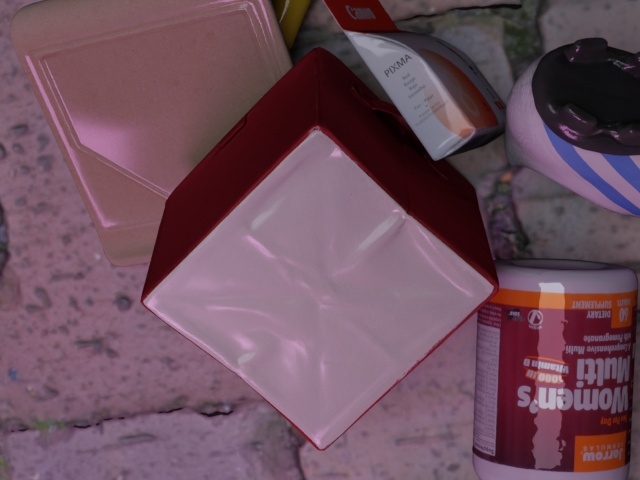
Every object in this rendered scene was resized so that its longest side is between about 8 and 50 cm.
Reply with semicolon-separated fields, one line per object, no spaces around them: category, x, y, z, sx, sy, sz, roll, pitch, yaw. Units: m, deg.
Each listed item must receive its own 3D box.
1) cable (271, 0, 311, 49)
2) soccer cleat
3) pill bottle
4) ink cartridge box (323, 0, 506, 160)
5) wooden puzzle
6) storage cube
cable;-0.015;-0.278;1.213;0.139;0.072;0.287;41;94;10
soccer cleat;0.293;-0.060;1.104;0.331;0.143;0.116;18;70;-5
pill bottle;0.177;0.128;1.137;0.121;0.121;0.221;3;94;17
ink cartridge box;0.071;-0.148;1.136;0.045;0.145;0.179;-33;86;20
wooden puzzle;-0.116;-0.103;1.225;0.220;0.044;0.239;-10;115;18
storage cube;0.000;0.000;1.116;0.183;0.193;0.215;42;107;-16
